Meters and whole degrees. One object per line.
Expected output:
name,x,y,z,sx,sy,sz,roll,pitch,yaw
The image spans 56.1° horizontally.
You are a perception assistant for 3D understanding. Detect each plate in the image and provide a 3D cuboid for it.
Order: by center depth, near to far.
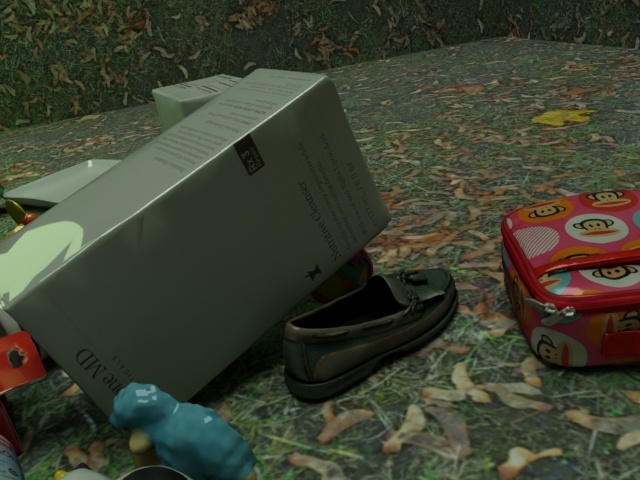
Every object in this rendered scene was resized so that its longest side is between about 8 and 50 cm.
plate,-0.585,-0.135,1.477,0.278,0.045,0.277,7,29,33

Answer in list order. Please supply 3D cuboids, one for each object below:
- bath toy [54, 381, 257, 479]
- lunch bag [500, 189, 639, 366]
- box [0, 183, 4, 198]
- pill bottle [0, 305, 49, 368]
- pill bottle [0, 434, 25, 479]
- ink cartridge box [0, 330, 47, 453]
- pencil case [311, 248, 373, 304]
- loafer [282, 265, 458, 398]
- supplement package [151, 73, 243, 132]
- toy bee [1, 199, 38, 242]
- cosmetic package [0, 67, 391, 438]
bath toy,-0.174,0.236,0.375,0.151,0.129,0.348,-37,9,28
lunch bag,0.355,0.042,0.645,0.293,0.120,0.258,-8,27,7
box,-0.841,-0.081,1.412,0.179,0.043,0.105,-34,29,-10
pill bottle,-0.336,0.075,0.813,0.119,0.119,0.208,12,31,41
pill bottle,-0.299,0.217,0.510,0.087,0.087,0.160,-23,27,-29
ink cartridge box,-0.401,0.191,0.621,0.231,0.078,0.134,-22,27,-27
pencil case,0.000,0.000,0.874,0.105,0.104,0.236,-13,27,-9
loafer,0.068,0.081,0.688,0.268,0.084,0.096,-28,29,-36
supplement package,-0.182,-0.147,1.080,0.145,0.261,0.204,-19,25,-22
toy bee,-0.415,0.024,0.906,0.195,0.162,0.298,32,29,-16
cosmetic package,-0.130,0.000,0.664,0.385,0.217,0.156,-43,36,-20
